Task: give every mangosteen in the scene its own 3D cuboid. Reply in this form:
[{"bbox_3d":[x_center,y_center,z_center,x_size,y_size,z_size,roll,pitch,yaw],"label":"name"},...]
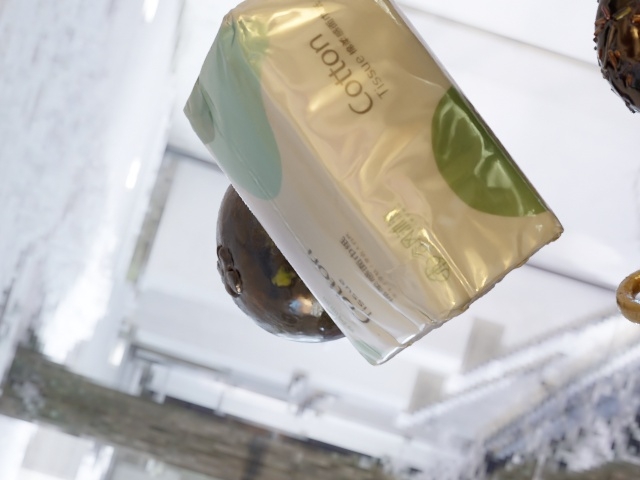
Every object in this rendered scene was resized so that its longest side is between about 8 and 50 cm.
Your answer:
[{"bbox_3d":[0.000,0.000,2.072,0.288,0.288,0.288,-163,-90,-87],"label":"mangosteen"}]

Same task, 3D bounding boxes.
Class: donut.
[{"bbox_3d":[0.390,-0.227,1.681,0.235,0.089,0.235,7,-80,46],"label":"donut"}]

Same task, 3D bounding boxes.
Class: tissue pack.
[{"bbox_3d":[0.039,-0.077,1.542,0.194,0.356,0.266,-35,175,-19],"label":"tissue pack"}]

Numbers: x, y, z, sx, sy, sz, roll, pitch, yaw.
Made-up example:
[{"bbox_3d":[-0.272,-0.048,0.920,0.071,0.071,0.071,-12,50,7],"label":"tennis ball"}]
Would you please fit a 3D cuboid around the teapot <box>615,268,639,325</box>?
[{"bbox_3d":[0.435,0.051,1.462,0.167,0.311,0.203,-72,156,-59],"label":"teapot"}]
